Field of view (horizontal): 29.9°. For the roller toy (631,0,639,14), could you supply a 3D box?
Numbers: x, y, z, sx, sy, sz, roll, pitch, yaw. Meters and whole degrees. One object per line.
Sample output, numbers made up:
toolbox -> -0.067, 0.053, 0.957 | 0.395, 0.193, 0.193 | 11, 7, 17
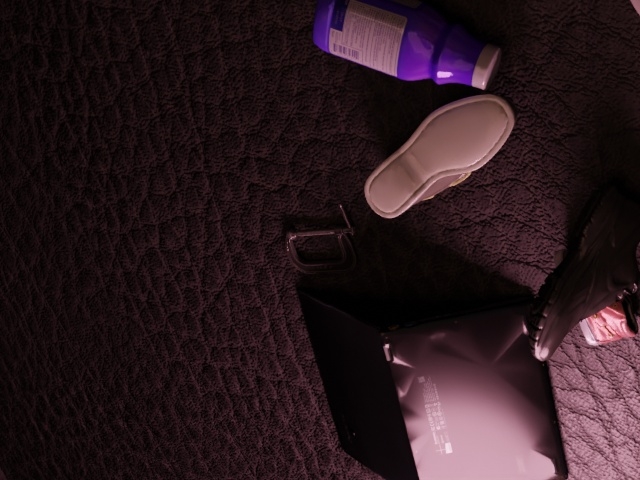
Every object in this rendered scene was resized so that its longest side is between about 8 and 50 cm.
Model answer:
roller toy -> 0.484, -0.352, 1.494 | 0.191, 0.146, 0.209 | 31, 136, 5

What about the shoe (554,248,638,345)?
shoe -> 0.434, 0.083, 1.878 | 0.081, 0.063, 0.178 | -15, 113, 32

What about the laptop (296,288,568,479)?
laptop -> 0.197, 0.257, 2.161 | 0.407, 0.236, 0.382 | -13, 115, 6

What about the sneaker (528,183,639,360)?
sneaker -> 0.410, 0.064, 1.795 | 0.130, 0.109, 0.286 | 27, 103, -2

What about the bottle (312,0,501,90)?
bottle -> 0.129, -0.301, 1.789 | 0.282, 0.092, 0.118 | 22, 129, 18

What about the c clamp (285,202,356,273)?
c clamp -> 0.000, 0.000, 2.114 | 0.160, 0.022, 0.137 | -10, 119, 34

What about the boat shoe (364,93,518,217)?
boat shoe -> 0.194, -0.140, 1.858 | 0.305, 0.091, 0.109 | -36, 85, 40
